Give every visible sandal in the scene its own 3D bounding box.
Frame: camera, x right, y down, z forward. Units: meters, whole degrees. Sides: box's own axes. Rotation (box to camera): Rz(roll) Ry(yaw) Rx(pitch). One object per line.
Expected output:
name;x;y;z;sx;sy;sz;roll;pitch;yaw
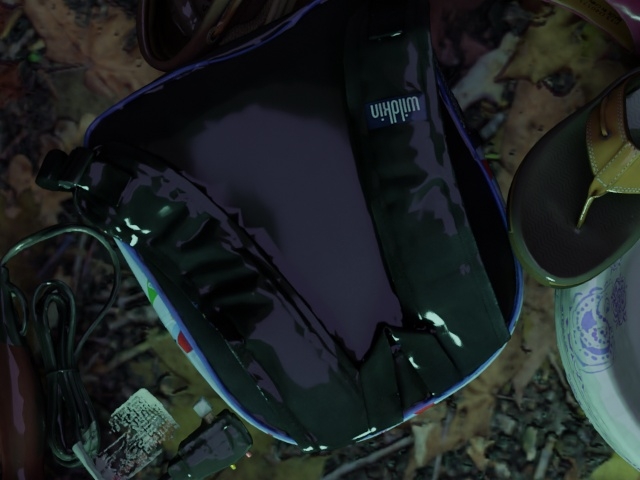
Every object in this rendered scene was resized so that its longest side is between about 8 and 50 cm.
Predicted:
sandal;0.202;-0.061;0.889;0.219;0.060;0.090;-37;82;-6

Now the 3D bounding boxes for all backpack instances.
backpack;0.000;0.000;0.962;0.276;0.213;0.263;-28;80;4

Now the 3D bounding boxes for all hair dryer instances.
hair dryer;-0.200;0.154;1.021;0.293;0.080;0.223;-44;72;6

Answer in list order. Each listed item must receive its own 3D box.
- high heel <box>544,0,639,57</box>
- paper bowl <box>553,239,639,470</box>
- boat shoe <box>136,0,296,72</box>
high heel;0.124;-0.161;1.014;0.377;0.127;0.181;33;89;11
paper bowl;0.299;0.043;0.990;0.284;0.148;0.284;0;89;0
boat shoe;-0.049;-0.263;0.904;0.123;0.123;0.342;27;115;16
